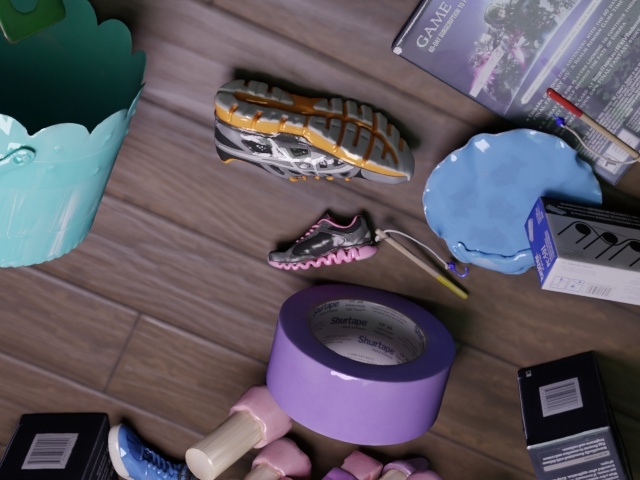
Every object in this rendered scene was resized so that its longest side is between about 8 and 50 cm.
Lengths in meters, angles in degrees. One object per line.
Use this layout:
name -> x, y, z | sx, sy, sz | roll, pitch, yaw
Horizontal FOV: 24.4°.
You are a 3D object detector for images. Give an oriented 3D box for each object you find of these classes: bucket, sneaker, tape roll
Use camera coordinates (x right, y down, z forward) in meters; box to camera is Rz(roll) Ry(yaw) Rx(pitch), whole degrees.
bucket -> -0.315, -0.118, 1.423 | 0.281, 0.281, 0.183 | 19, 122, -5
sneaker -> -0.009, -0.097, 1.515 | 0.215, 0.084, 0.083 | 18, 130, -1
sneaker -> 0.000, 0.000, 1.583 | 0.119, 0.047, 0.057 | -10, 94, 9
sneaker -> -0.180, 0.265, 1.715 | 0.085, 0.058, 0.152 | -15, 119, 18
tape roll -> 0.041, 0.127, 1.556 | 0.189, 0.189, 0.080 | 12, 117, -1

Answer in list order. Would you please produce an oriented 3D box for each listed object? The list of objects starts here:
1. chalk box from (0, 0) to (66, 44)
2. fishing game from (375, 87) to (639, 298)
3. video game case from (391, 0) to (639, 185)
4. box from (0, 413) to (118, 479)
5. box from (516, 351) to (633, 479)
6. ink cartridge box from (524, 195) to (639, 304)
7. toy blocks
chalk box -> -0.296, -0.327, 1.335 | 0.179, 0.180, 0.289 | 7, 118, 25
fishing game -> 0.200, -0.044, 1.535 | 0.189, 0.041, 0.264 | 32, 124, -22
video game case -> 0.237, -0.199, 1.467 | 0.274, 0.026, 0.196 | 30, 115, -10
box -> -0.296, 0.325, 1.704 | 0.108, 0.153, 0.207 | -2, 116, 6
box -> 0.282, 0.232, 1.608 | 0.093, 0.156, 0.158 | -16, 115, 11
ink cartridge box -> 0.316, 0.017, 1.502 | 0.207, 0.097, 0.046 | 10, 130, -14
toy blocks -> 0.029, 0.316, 1.652 | 0.289, 0.260, 0.309 | 25, 130, 28
